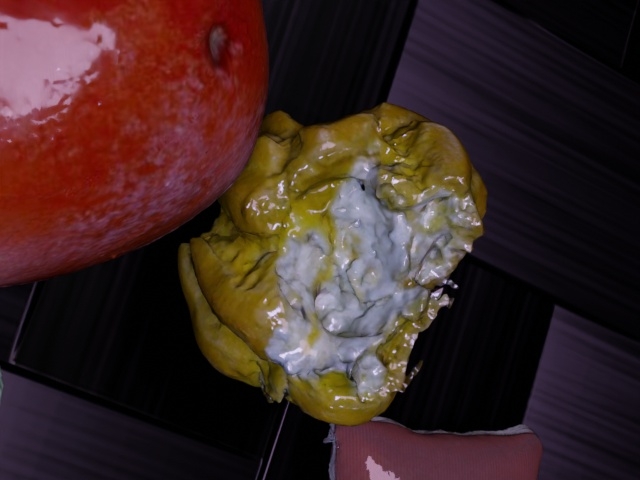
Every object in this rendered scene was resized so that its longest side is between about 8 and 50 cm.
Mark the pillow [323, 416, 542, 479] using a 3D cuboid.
[{"bbox_3d":[0.077,0.212,1.152,0.179,0.075,0.171,7,84,-29],"label":"pillow"}]

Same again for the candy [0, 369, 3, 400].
[{"bbox_3d":[-0.395,0.120,0.890,0.440,0.119,0.119,-13,94,-21],"label":"candy"}]

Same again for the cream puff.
[{"bbox_3d":[-0.001,0.000,1.076,0.194,0.194,0.221,32,84,-24],"label":"cream puff"}]

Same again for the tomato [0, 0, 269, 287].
[{"bbox_3d":[-0.169,-0.134,0.899,0.338,0.143,0.338,4,81,-26],"label":"tomato"}]
